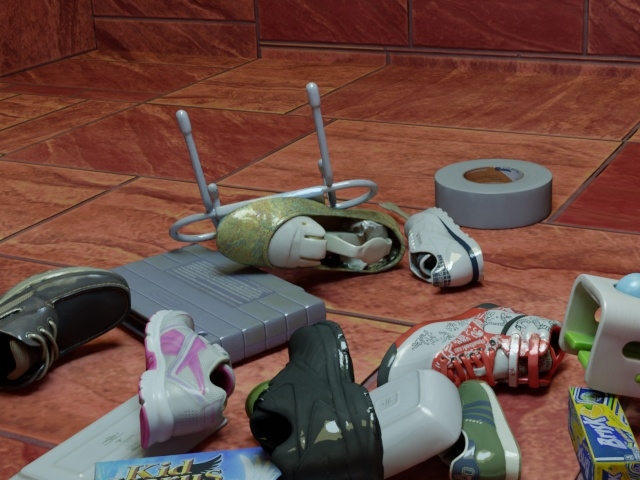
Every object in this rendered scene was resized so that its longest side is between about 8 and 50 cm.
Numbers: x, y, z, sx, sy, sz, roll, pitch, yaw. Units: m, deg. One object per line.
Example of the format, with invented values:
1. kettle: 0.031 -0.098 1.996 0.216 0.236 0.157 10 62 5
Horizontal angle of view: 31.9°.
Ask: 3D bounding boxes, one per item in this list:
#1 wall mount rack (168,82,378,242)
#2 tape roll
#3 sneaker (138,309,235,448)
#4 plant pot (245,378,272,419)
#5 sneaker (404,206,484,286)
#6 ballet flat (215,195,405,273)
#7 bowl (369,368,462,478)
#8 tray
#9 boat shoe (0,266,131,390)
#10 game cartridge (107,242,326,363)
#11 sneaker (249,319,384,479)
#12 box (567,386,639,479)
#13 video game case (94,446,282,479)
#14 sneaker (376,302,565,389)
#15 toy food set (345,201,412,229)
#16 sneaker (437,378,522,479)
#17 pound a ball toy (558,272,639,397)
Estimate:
1. wall mount rack: -0.091 -0.111 1.801 0.350 0.130 0.304 -13 -19 -1
2. tape roll: 0.324 -0.090 2.103 0.219 0.072 0.219 -2 20 1
3. sneaker: -0.160 0.167 1.375 0.111 0.103 0.252 0 26 -5
4. plant pot: -0.045 0.220 1.330 0.083 0.083 0.079 -5 33 -6
5. sneaker: 0.180 0.012 1.842 0.095 0.090 0.235 -19 22 -13
6. ballet flat: 0.000 0.000 1.776 0.348 0.123 0.123 3 12 -41
7. bowl: 0.088 0.206 1.285 0.142 0.053 0.142 -29 18 15
8. tray: -0.246 0.248 1.337 0.145 0.030 0.270 11 24 31
9. boat shoe: -0.415 0.147 1.532 0.355 0.132 0.130 -22 36 -22
10. game cartridge: -0.181 0.095 1.703 0.230 0.068 0.355 -13 22 -35
11. sneaker: -0.018 0.173 1.229 0.130 0.109 0.286 -11 19 -6
12. box: 0.318 0.228 1.261 0.054 0.059 0.169 -2 20 3
13. video game case: -0.093 0.295 1.127 0.269 0.061 0.244 -4 19 -9
14. sneaker: 0.205 0.152 1.440 0.145 0.090 0.270 13 23 43
15. toy food set: 0.079 -0.023 2.022 0.192 0.038 0.132 -10 28 -32
16. sneaker: 0.166 0.219 1.298 0.086 0.064 0.192 -1 23 -8
17. pound a ball toy: 0.469 0.131 1.314 0.319 0.136 0.208 10 15 -6
